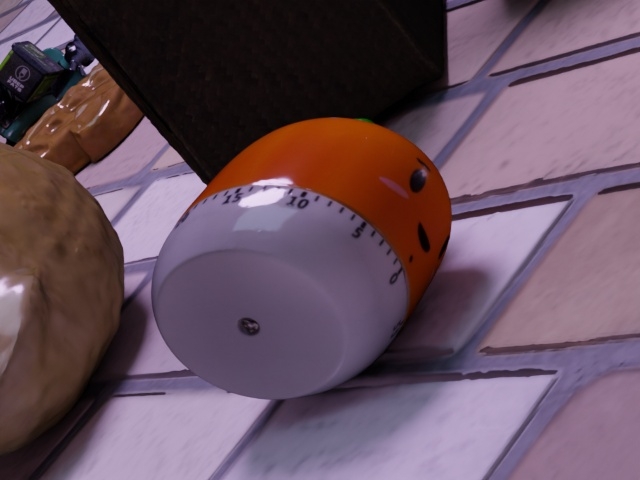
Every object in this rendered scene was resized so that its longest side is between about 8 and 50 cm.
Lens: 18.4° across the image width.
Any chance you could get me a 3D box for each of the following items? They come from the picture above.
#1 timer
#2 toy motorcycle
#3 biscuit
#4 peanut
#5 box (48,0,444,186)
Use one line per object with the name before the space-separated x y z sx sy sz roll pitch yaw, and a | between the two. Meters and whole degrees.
timer | 0.000 0.000 0.821 0.136 0.099 0.136 -25 19 9
toy motorcycle | -0.235 -0.124 1.635 0.100 0.058 0.173 -51 -3 14
biscuit | -0.141 -0.138 1.535 0.288 0.044 0.202 -41 17 -2
peanut | -0.205 0.017 1.115 0.174 0.158 0.340 -26 15 -21
box | -0.063 -0.175 1.070 0.143 0.273 0.184 -33 21 18
